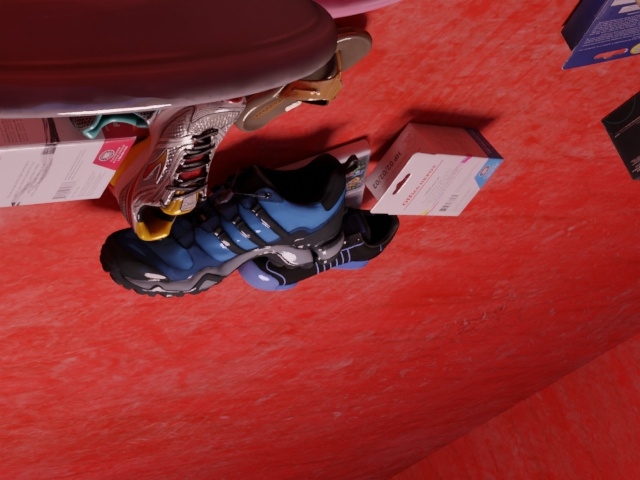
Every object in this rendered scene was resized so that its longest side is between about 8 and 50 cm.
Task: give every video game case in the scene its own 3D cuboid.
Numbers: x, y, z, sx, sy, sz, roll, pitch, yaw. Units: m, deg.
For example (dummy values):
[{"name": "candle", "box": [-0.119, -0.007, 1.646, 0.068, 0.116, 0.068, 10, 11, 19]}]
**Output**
[{"name": "video game case", "box": [-0.034, -0.052, 1.555, 0.190, 0.022, 0.173, -19, 160, -10]}]

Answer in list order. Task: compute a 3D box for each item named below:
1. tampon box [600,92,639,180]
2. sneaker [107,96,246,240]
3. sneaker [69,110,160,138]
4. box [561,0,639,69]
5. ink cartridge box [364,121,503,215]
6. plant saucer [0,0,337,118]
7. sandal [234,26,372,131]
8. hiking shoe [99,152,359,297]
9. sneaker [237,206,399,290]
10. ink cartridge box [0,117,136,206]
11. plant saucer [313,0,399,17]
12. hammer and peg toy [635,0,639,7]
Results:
[{"name": "tampon box", "box": [0.499, -0.153, 1.760, 0.161, 0.101, 0.120, -2, 152, -46]}, {"name": "sneaker", "box": [-0.135, -0.079, 1.270, 0.088, 0.093, 0.225, -7, 154, -37]}, {"name": "sneaker", "box": [-0.155, -0.137, 1.128, 0.166, 0.076, 0.065, -19, 160, -11]}, {"name": "box", "box": [0.357, -0.275, 1.394, 0.136, 0.037, 0.225, -14, 156, -23]}, {"name": "ink cartridge box", "box": [0.130, -0.087, 1.557, 0.181, 0.062, 0.104, 0, 135, -48]}, {"name": "plant saucer", "box": [-0.187, -0.169, 0.753, 0.400, 0.400, 0.101, -11, 114, -31]}, {"name": "sandal", "box": [-0.015, -0.154, 1.277, 0.180, 0.049, 0.072, -34, 158, 26]}, {"name": "hiking shoe", "box": [-0.105, -0.030, 1.409, 0.304, 0.113, 0.132, -13, 131, -31]}, {"name": "sneaker", "box": [0.000, 0.000, 1.583, 0.232, 0.081, 0.090, -13, 156, -43]}, {"name": "ink cartridge box", "box": [-0.263, -0.084, 1.160, 0.150, 0.063, 0.109, -8, 155, -36]}, {"name": "plant saucer", "box": [0.048, -0.296, 0.940, 0.332, 0.084, 0.332, -20, 160, -7]}, {"name": "hammer and peg toy", "box": [0.295, -0.320, 0.935, 0.361, 0.127, 0.266, -47, 159, -1]}]
